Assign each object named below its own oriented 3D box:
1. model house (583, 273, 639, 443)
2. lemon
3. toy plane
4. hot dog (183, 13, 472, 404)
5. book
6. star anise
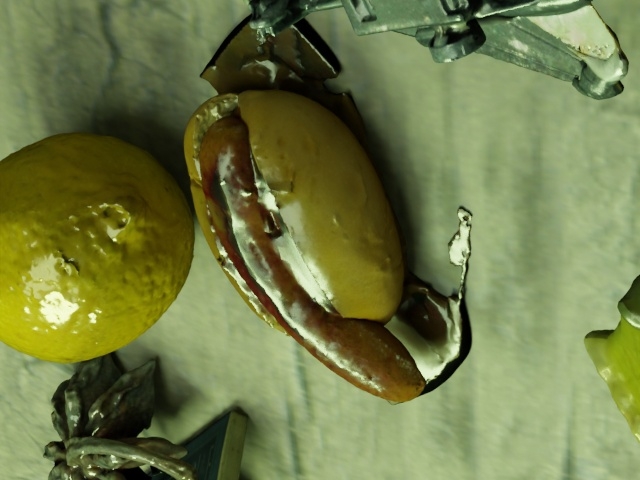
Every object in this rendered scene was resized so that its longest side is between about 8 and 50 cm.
[{"bbox_3d":[0.259,0.103,0.900,0.193,0.174,0.234,60,165,13],"label":"model house"},{"bbox_3d":[-0.205,0.007,1.244,0.188,0.188,0.256,54,142,-7],"label":"lemon"},{"bbox_3d":[0.042,-0.169,0.962,0.316,0.103,0.204,-5,118,42],"label":"toy plane"},{"bbox_3d":[-0.005,0.000,1.129,0.326,0.107,0.194,52,138,-6],"label":"hot dog"},{"bbox_3d":[-0.153,0.292,1.430,0.025,0.191,0.269,23,144,-21],"label":"book"},{"bbox_3d":[-0.203,0.202,1.429,0.231,0.089,0.209,-37,65,47],"label":"star anise"}]
